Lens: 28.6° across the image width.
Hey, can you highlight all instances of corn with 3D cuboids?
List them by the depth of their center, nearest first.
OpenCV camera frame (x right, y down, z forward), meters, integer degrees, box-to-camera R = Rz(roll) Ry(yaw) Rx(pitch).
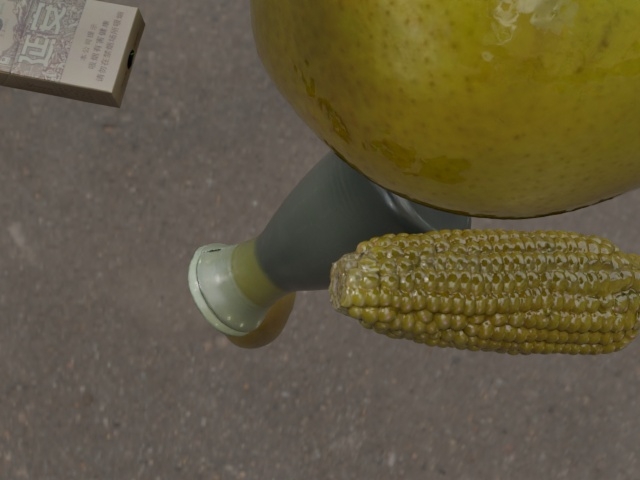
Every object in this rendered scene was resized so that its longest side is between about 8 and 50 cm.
[{"bbox_3d":[0.180,0.050,1.245,0.347,0.130,0.130,4,49,-13],"label":"corn"}]

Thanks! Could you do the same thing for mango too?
[{"bbox_3d":[-0.084,0.087,1.750,0.092,0.130,0.194,23,13,5],"label":"mango"}]

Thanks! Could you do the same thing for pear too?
[{"bbox_3d":[0.150,-0.192,0.905,0.418,0.362,0.362,2,44,24],"label":"pear"}]

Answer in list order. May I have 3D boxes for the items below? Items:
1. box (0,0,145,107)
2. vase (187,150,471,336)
[{"bbox_3d":[-0.143,-0.106,0.684,0.083,0.024,0.053,11,73,6],"label":"box"},{"bbox_3d":[0.000,0.000,1.433,0.173,0.321,0.173,33,41,-34],"label":"vase"}]
